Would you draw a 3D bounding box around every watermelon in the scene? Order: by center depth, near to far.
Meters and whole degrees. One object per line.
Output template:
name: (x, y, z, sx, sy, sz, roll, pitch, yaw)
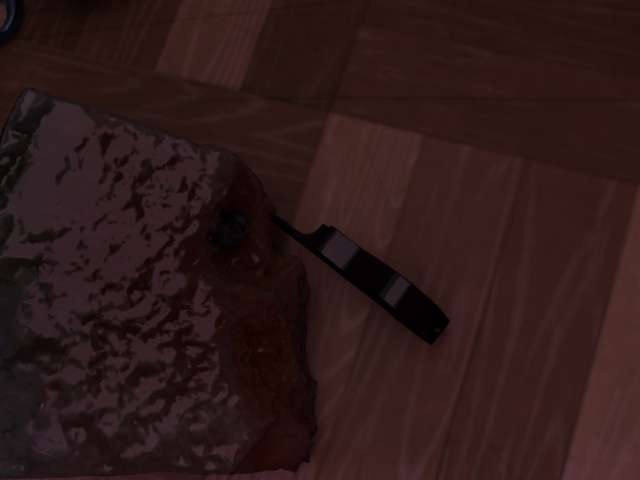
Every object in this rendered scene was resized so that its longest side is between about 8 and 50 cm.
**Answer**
watermelon: (-0.155, 0.037, 0.599, 0.301, 0.151, 0.264, 2, 84, 15)

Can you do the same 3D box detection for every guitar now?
guitar: (0.000, 0.000, 0.634, 0.233, 0.088, 0.025, 37, 87, 28)

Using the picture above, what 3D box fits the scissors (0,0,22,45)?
scissors: (-0.409, -0.213, 0.795, 0.255, 0.030, 0.125, -15, 74, 5)
